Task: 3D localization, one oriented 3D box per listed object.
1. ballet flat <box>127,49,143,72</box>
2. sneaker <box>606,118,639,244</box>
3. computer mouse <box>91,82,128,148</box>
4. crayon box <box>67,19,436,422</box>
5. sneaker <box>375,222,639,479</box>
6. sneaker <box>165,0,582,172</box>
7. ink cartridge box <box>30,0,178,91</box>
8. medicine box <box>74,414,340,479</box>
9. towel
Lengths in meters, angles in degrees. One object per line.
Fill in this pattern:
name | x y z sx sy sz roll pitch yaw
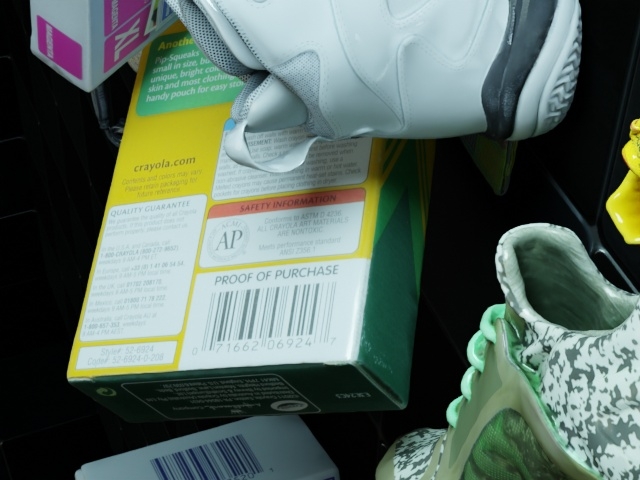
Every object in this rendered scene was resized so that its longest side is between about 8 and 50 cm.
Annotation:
ballet flat | -0.182 -0.309 1.537 0.106 0.107 0.316 13 129 37
sneaker | 0.176 -0.051 0.651 0.175 0.067 0.064 98 153 -51
computer mouse | -0.169 -0.187 1.555 0.184 0.060 0.262 15 139 20
crayon box | -0.032 -0.046 0.957 0.083 0.203 0.323 46 -135 -51
sneaker | 0.135 0.078 0.762 0.410 0.158 0.182 -22 85 66
sneaker | 0.012 -0.215 0.785 0.137 0.210 0.365 -156 53 -69
ink cartridge box | -0.058 -0.248 0.918 0.065 0.311 0.186 37 153 12
medicine box | -0.112 0.371 1.626 0.149 0.264 0.289 -132 31 -58
towel | 0.107 -0.075 0.957 0.060 0.009 0.083 92 157 -47
